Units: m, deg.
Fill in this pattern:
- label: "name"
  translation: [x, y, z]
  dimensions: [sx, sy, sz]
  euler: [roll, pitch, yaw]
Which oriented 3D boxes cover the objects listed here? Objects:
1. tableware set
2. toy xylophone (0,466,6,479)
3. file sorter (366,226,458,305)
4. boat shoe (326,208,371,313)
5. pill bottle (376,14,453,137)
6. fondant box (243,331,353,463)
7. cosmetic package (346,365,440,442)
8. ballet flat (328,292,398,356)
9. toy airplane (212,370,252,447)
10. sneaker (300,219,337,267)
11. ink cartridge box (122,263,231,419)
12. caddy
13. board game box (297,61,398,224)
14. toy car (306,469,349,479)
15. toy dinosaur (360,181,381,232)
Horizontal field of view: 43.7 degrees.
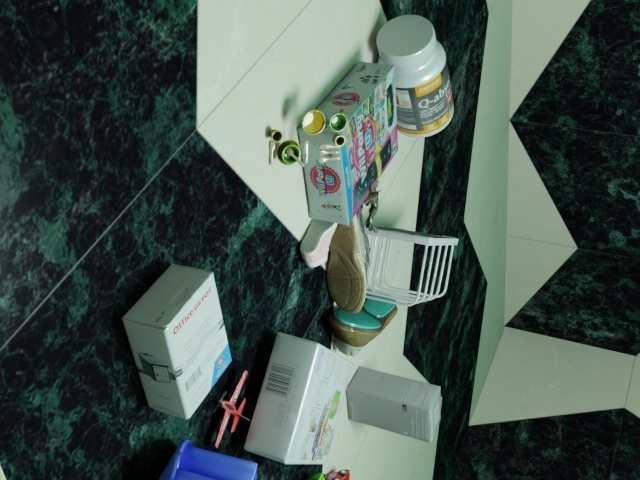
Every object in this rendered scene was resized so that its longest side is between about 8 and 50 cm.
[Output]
- label: "tableware set"
  translation: [-0.022, -0.188, 1.471]
  dimensions: [0.154, 0.024, 0.104]
  euler: [-6, 113, -23]
- label: "toy xylophone"
  translation: [-0.424, 0.311, 0.811]
  dimensions: [0.236, 0.081, 0.322]
  euler: [-43, 138, -54]
- label: "file sorter"
  translation: [0.212, 0.061, 2.030]
  dimensions: [0.278, 0.193, 0.173]
  euler: [-1, 101, -67]
- label: "boat shoe"
  translation: [0.070, 0.032, 1.811]
  dimensions: [0.092, 0.103, 0.285]
  euler: [-43, 133, -47]
- label: "pill bottle"
  translation: [0.222, -0.384, 1.884]
  dimensions: [0.278, 0.162, 0.162]
  euler: [64, 43, -56]
- label: "fondant box"
  translation: [-0.036, 0.342, 1.681]
  dimensions: [0.330, 0.096, 0.238]
  euler: [46, 58, -68]
- label: "cosmetic package"
  translation: [0.195, 0.433, 2.120]
  dimensions: [0.107, 0.238, 0.127]
  euler: [-55, 145, -48]
- label: "ballet flat"
  translation: [0.097, 0.216, 1.979]
  dimensions: [0.124, 0.116, 0.342]
  euler: [-66, 165, 16]
- label: "toy airplane"
  translation: [-0.163, 0.316, 1.491]
  dimensions: [0.151, 0.028, 0.151]
  euler: [-44, 140, -52]
- label: "sneaker"
  translation: [0.000, 0.000, 1.696]
  dimensions: [0.134, 0.051, 0.070]
  euler: [-58, 152, -33]
- label: "ink cartridge box"
  translation: [-0.214, 0.154, 1.225]
  dimensions: [0.139, 0.082, 0.190]
  euler: [-54, 145, -46]
- label: "caddy"
  translation: [-0.213, 0.495, 1.280]
  dimensions: [0.241, 0.179, 0.341]
  euler: [-75, 174, -85]
- label: "board game box"
  translation: [0.068, -0.211, 1.696]
  dimensions: [0.303, 0.098, 0.224]
  euler: [-54, 147, -43]
- label: "toy car"
  translation: [-0.002, 0.641, 1.992]
  dimensions: [0.225, 0.053, 0.239]
  euler: [74, 34, -47]
- label: "toy dinosaur"
  translation: [0.109, -0.086, 1.841]
  dimensions: [0.268, 0.064, 0.118]
  euler: [-90, -172, -76]
